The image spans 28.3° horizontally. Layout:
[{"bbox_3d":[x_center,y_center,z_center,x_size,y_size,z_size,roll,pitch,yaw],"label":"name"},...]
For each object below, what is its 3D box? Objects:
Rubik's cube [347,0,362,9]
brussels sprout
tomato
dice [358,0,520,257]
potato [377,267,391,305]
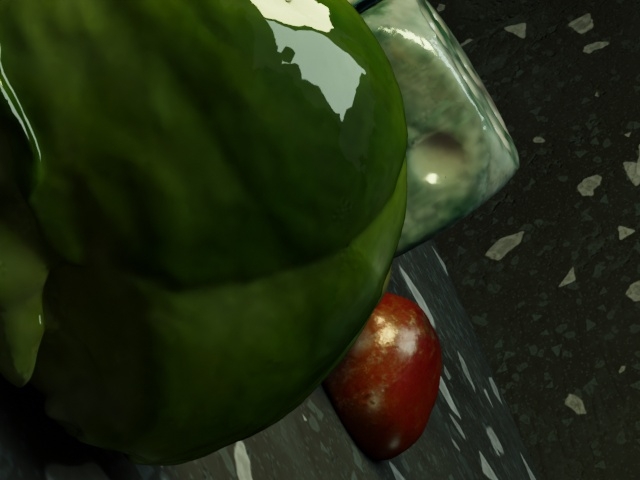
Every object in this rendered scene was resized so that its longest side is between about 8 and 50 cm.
[{"bbox_3d":[-0.069,-0.456,1.886,0.318,0.316,0.322,61,-4,-5],"label":"Rubik's cube"},{"bbox_3d":[-0.107,-0.050,0.830,0.371,0.315,0.276,52,-12,-16],"label":"brussels sprout"},{"bbox_3d":[0.082,0.148,1.611,0.200,0.140,0.233,30,32,-60],"label":"tomato"},{"bbox_3d":[0.085,-0.166,1.913,0.328,0.348,0.330,58,9,-8],"label":"dice"},{"bbox_3d":[0.000,0.000,1.538,0.165,0.165,0.262,53,13,-38],"label":"potato"}]
